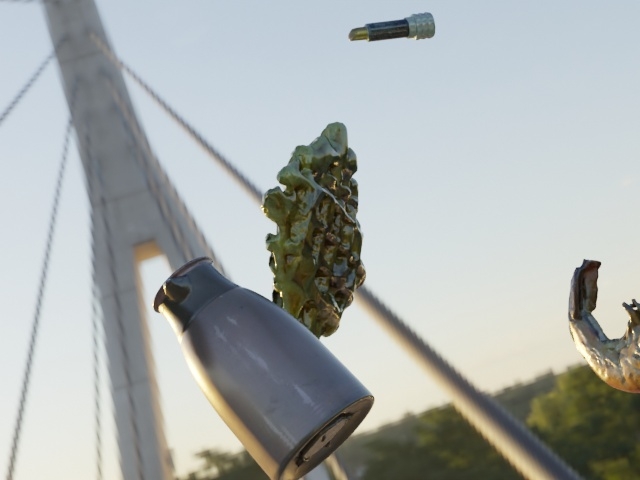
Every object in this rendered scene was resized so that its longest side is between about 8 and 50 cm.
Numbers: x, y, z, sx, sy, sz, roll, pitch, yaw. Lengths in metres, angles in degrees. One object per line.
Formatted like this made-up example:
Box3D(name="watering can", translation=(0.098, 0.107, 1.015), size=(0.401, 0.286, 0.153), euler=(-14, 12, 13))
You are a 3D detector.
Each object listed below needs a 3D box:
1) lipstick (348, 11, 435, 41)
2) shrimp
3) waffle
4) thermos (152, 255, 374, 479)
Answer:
Box3D(name="lipstick", translation=(0.093, -0.280, 1.757), size=(0.116, 0.037, 0.037), euler=(-8, -12, -15))
Box3D(name="shrimp", translation=(0.189, 0.026, 0.767), size=(0.025, 0.091, 0.127), euler=(7, -56, -40))
Box3D(name="waffle", translation=(0.003, 0.000, 1.380), size=(0.054, 0.223, 0.204), euler=(4, 26, 19))
Box3D(name="thermos", translation=(-0.054, 0.099, 1.098), size=(0.105, 0.193, 0.137), euler=(-48, -19, 6))
